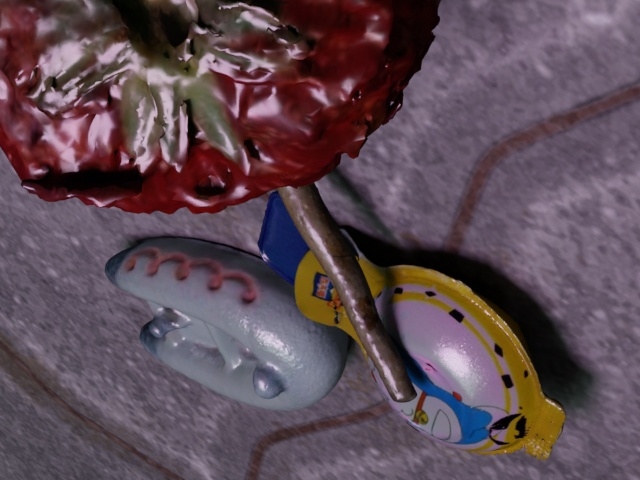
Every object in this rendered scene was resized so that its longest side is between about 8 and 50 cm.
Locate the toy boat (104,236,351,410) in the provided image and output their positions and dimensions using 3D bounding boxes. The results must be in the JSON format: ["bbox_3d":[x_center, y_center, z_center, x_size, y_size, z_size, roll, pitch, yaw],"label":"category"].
[{"bbox_3d":[-0.074,0.070,1.263,0.208,0.079,0.134,15,139,34],"label":"toy boat"}]

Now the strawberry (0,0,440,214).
[{"bbox_3d":[-0.067,-0.146,0.868,0.274,0.220,0.274,4,105,15],"label":"strawberry"}]

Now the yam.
[{"bbox_3d":[0.001,0.000,1.084,0.029,0.027,0.234,-26,93,27],"label":"yam"}]

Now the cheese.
[{"bbox_3d":[0.054,0.060,1.134,0.250,0.064,0.156,37,142,20],"label":"cheese"}]
